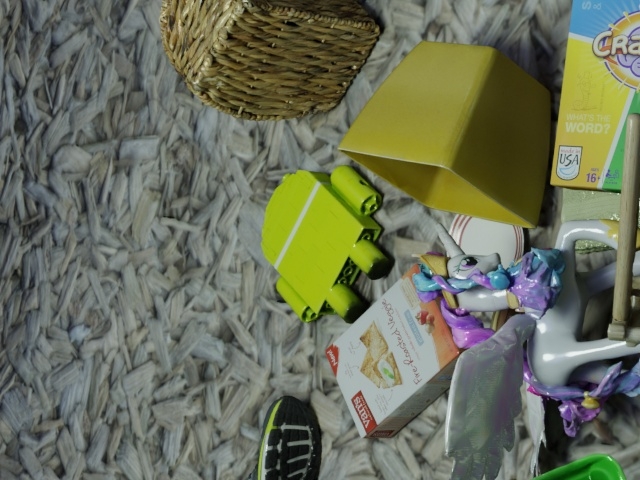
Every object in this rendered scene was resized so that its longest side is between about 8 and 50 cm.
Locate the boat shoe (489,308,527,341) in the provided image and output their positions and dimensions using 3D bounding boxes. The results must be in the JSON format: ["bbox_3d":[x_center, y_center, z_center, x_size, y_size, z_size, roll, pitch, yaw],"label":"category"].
[{"bbox_3d":[0.262,0.112,1.976,0.060,0.064,0.178,24,109,14],"label":"boat shoe"}]

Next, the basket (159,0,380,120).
[{"bbox_3d":[-0.104,-0.325,2.240,0.223,0.299,0.213,54,125,33],"label":"basket"}]

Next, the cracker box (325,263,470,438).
[{"bbox_3d":[0.119,0.163,2.116,0.232,0.067,0.156,-47,54,35],"label":"cracker box"}]

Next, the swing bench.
[{"bbox_3d":[0.456,-0.001,1.609,0.253,0.165,0.255,5,90,14],"label":"swing bench"}]

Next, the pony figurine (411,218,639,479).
[{"bbox_3d":[0.289,0.134,1.813,0.363,0.303,0.351,-7,81,25],"label":"pony figurine"}]

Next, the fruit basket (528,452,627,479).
[{"bbox_3d":[0.305,0.433,1.660,0.283,0.392,0.392,-25,64,9],"label":"fruit basket"}]

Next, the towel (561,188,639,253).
[{"bbox_3d":[0.371,-0.041,1.888,0.148,0.027,0.110,-8,81,47],"label":"towel"}]

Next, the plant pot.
[{"bbox_3d":[0.190,-0.153,1.977,0.212,0.212,0.187,13,77,48],"label":"plant pot"}]

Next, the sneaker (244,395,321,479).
[{"bbox_3d":[-0.085,0.387,2.293,0.121,0.111,0.300,15,95,52],"label":"sneaker"}]

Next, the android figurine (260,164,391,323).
[{"bbox_3d":[0.000,0.000,2.272,0.273,0.056,0.248,46,119,40],"label":"android figurine"}]

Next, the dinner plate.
[{"bbox_3d":[0.233,0.008,2.043,0.141,0.017,0.141,-5,84,48],"label":"dinner plate"}]

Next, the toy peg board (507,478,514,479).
[{"bbox_3d":[0.186,0.410,1.960,0.160,0.161,0.079,-44,70,36],"label":"toy peg board"}]

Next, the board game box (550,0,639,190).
[{"bbox_3d":[0.418,-0.213,1.796,0.242,0.064,0.316,6,89,40],"label":"board game box"}]
